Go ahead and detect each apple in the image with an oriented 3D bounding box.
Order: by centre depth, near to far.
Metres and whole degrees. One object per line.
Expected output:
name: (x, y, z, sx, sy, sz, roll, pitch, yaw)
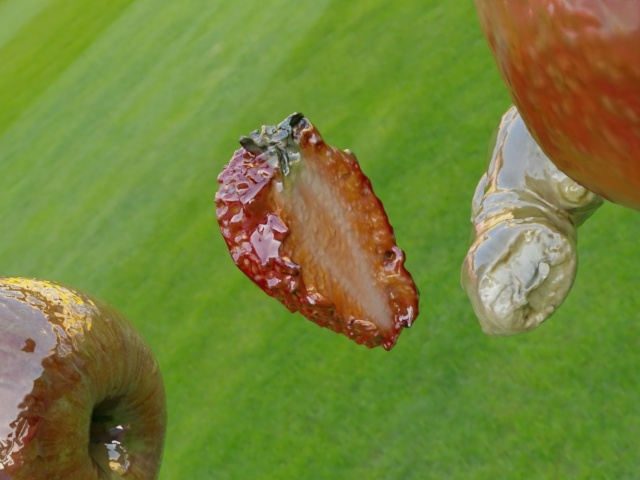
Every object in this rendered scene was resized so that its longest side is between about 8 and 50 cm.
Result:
apple: (-0.205, 0.123, 0.799, 0.188, 0.211, 0.211, 3, 39, 25)

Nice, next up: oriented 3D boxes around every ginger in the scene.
ginger: (0.146, -0.051, 0.788, 0.333, 0.081, 0.147, -59, -12, -71)

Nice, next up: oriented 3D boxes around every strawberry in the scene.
strawberry: (-0.003, 0.001, 0.658, 0.048, 0.152, 0.104, -10, 34, 36)

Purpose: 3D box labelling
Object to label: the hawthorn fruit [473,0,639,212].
hawthorn fruit: (0.129, -0.091, 0.391, 0.196, 0.196, 0.225, -47, 15, -23)
